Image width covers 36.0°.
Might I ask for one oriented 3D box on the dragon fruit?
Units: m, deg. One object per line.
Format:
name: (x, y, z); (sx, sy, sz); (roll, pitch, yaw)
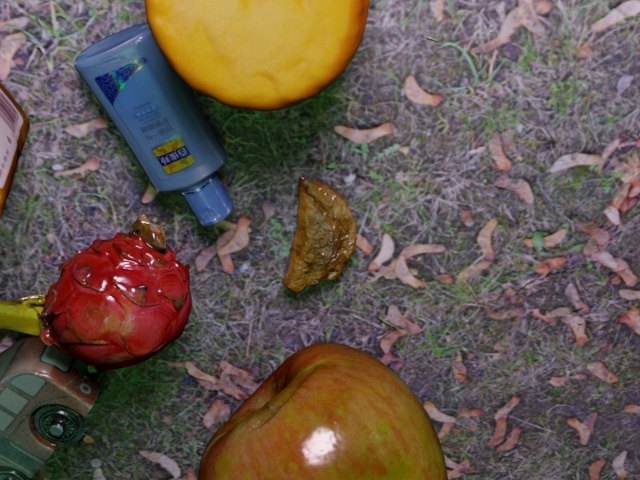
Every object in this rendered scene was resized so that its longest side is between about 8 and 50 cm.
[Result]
dragon fruit: (-0.253, 0.077, 1.252); (0.209, 0.172, 0.172); (-41, 117, 15)

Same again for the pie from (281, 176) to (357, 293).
pie: (0.000, 0.000, 1.285); (0.092, 0.034, 0.170); (10, 118, -7)

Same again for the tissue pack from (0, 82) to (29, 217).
tissue pack: (-0.406, -0.126, 1.061); (0.092, 0.226, 0.183); (-30, 122, 14)

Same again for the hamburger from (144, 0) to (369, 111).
hamburger: (-0.060, -0.261, 1.015); (0.246, 0.170, 0.246); (2, 114, 4)

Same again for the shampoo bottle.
shampoo bottle: (-0.181, -0.127, 1.171); (0.103, 0.061, 0.258); (-20, 124, 13)

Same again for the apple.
apple: (0.011, 0.321, 1.336); (0.339, 0.339, 0.340); (-1, 125, -1)

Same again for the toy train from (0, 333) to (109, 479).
toy train: (-0.417, 0.247, 1.390); (0.159, 0.129, 0.326); (35, 118, -17)

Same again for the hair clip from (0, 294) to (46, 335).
hair clip: (-0.455, 0.095, 1.327); (0.173, 0.046, 0.072); (1, 122, -5)
